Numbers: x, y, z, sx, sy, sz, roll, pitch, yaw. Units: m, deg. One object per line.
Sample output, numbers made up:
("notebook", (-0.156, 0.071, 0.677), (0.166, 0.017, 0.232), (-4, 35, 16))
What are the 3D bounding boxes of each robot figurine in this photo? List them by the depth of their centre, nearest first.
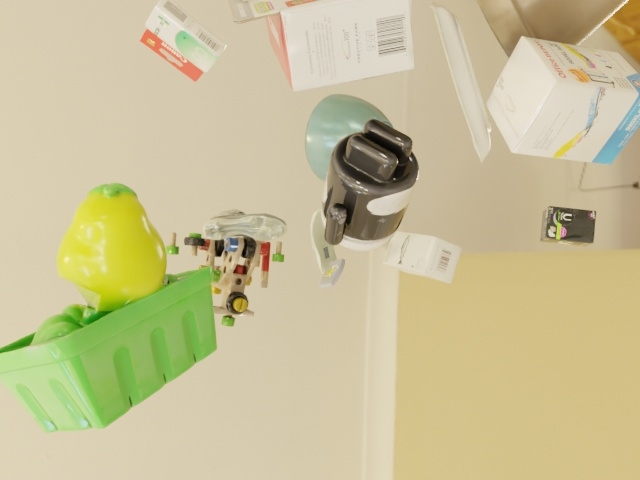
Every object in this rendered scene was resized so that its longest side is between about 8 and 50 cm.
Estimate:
("robot figurine", (0.090, -0.101, 1.115), (0.209, 0.278, 0.173), (-10, -124, -15))

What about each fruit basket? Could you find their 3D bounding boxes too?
("fruit basket", (-0.373, 0.096, 0.995), (0.392, 0.283, 0.391), (29, -126, -49))

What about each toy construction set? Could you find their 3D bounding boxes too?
("toy construction set", (-0.230, 0.109, 1.561), (0.309, 0.258, 0.237), (7, -95, -56))

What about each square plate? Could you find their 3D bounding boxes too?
("square plate", (0.328, -0.386, 1.319), (0.347, 0.049, 0.344), (-67, -43, -64))

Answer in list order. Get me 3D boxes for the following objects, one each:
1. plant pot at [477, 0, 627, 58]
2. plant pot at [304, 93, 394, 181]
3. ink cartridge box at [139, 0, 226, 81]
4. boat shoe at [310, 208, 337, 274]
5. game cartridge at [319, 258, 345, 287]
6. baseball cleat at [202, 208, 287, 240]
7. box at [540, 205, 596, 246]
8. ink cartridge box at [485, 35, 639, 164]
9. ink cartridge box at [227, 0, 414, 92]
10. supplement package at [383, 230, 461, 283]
("plant pot", (0.521, -0.560, 1.245), (0.323, 0.280, 0.323), (32, -136, -37))
("plant pot", (0.122, -0.312, 1.782), (0.290, 0.195, 0.290), (-14, -70, -43))
("ink cartridge box", (-0.358, -0.481, 1.421), (0.181, 0.225, 0.056), (35, -119, -21))
("boat shoe", (0.001, 0.000, 1.738), (0.079, 0.081, 0.227), (-19, -60, -18))
("game cartridge", (0.032, 0.083, 1.452), (0.017, 0.056, 0.083), (45, -125, -27))
("baseball cleat", (-0.175, -0.046, 1.354), (0.109, 0.206, 0.072), (-75, -16, -61))
("box", (0.455, -0.026, 1.046), (0.052, 0.083, 0.062), (41, -122, -78))
("ink cartridge box", (0.488, -0.276, 1.128), (0.233, 0.168, 0.171), (3, -133, -15))
("ink cartridge box", (-0.016, -0.377, 0.984), (0.272, 0.309, 0.130), (-12, -56, -5))
("supplement package", (0.276, 0.042, 1.557), (0.105, 0.179, 0.105), (20, -94, -30))
